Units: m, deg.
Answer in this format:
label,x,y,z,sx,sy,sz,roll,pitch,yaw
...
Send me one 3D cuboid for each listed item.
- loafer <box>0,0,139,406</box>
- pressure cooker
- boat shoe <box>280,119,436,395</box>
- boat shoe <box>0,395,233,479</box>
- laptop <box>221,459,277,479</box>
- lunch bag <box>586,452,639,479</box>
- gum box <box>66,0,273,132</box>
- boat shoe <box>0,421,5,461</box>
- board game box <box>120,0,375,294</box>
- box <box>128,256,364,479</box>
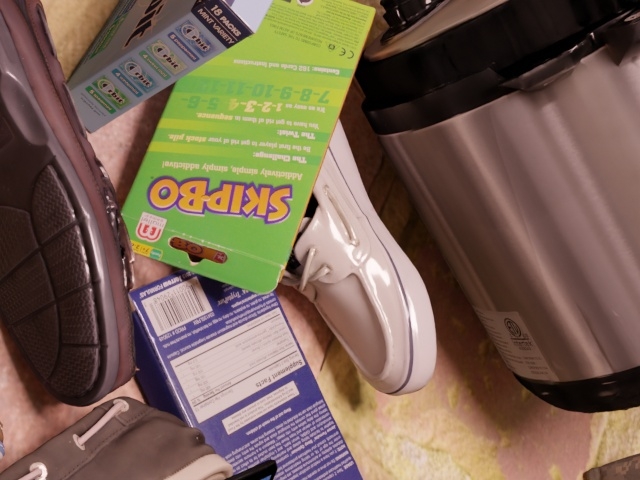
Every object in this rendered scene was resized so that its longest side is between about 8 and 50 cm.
label,x,y,z,sx,sy,sz,roll,pitch,yaw
loafer,-0.176,-0.042,1.039,0.095,0.109,0.302,-13,78,-52
pressure cooker,0.232,-0.118,1.274,0.420,0.370,0.375,59,37,-10
boat shoe,0.000,0.000,1.203,0.088,0.096,0.267,-14,79,-42
boat shoe,-0.191,0.186,0.927,0.095,0.112,0.335,37,35,22
laptop,-0.095,0.300,0.930,0.234,0.136,0.264,-17,83,-47
lunch bag,0.424,0.257,1.400,0.287,0.235,0.169,15,63,-41
gum box,-0.093,-0.171,1.122,0.041,0.184,0.157,44,45,-21
boat shoe,-0.259,0.073,0.925,0.183,0.066,0.066,36,48,-28
board game box,-0.054,-0.083,1.161,0.124,0.039,0.259,18,61,2
box,-0.054,0.123,1.130,0.136,0.036,0.225,-24,88,-48
